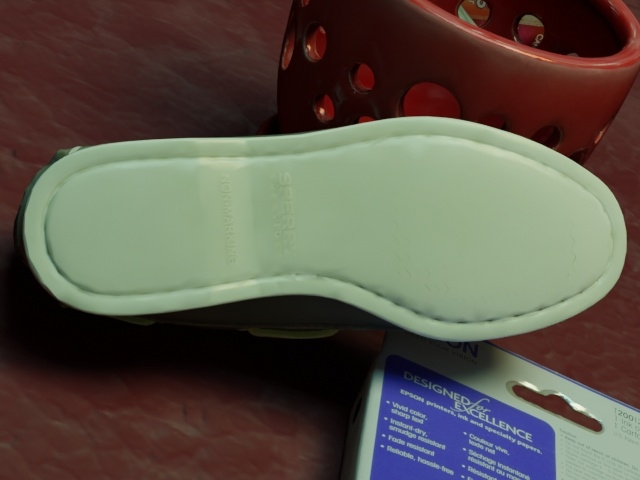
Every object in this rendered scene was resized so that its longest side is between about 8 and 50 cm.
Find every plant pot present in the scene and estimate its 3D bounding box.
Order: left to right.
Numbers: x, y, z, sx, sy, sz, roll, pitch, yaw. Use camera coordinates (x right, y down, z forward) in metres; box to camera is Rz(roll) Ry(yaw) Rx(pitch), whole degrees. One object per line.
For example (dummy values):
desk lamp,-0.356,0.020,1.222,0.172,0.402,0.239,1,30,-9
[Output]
plant pot,0.060,-0.079,1.047,0.191,0.174,0.191,21,29,-12

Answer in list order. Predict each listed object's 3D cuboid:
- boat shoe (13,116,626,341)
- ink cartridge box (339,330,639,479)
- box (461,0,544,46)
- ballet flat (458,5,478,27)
boat shoe,0.000,-0.005,0.929,0.305,0.109,0.091,1,-2,-16
ink cartridge box,0.107,0.140,0.916,0.206,0.045,0.208,25,34,-8
box,0.131,-0.262,1.397,0.122,0.128,0.257,18,34,-18
ballet flat,0.066,-0.144,1.262,0.068,0.072,0.213,34,20,-51
